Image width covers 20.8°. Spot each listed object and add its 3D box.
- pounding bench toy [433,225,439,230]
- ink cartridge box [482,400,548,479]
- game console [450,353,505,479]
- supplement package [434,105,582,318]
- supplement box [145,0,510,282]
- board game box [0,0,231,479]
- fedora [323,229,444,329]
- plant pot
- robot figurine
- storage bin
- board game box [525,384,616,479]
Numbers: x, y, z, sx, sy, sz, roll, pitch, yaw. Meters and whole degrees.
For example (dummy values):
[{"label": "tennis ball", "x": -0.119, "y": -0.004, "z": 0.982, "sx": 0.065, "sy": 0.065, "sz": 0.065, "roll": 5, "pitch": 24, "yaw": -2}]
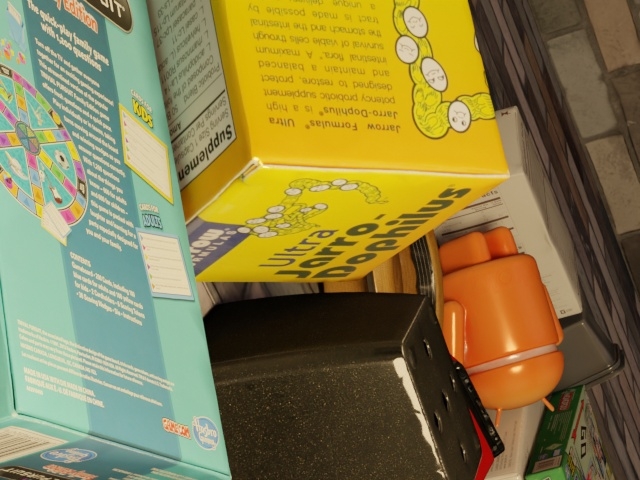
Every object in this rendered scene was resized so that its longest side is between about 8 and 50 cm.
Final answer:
[{"label": "pounding bench toy", "x": 0.102, "y": -0.042, "z": 1.933, "sx": 0.065, "sy": 0.083, "sz": 0.052, "roll": 45, "pitch": 0, "yaw": 27}, {"label": "ink cartridge box", "x": 0.252, "y": 0.321, "z": 2.034, "sx": 0.296, "sy": 0.066, "sz": 0.261, "roll": -64, "pitch": 136, "yaw": -67}, {"label": "game console", "x": 0.131, "y": 0.190, "z": 1.850, "sx": 0.124, "sy": 0.085, "sz": 0.144, "roll": 42, "pitch": -16, "yaw": 51}, {"label": "supplement package", "x": 0.222, "y": -0.021, "z": 2.157, "sx": 0.139, "sy": 0.133, "sz": 0.244, "roll": -88, "pitch": 156, "yaw": -49}, {"label": "supplement box", "x": -0.037, "y": -0.169, "z": 1.176, "sx": 0.195, "sy": 0.194, "sz": 0.357, "roll": 1, "pitch": 68, "yaw": -32}, {"label": "board game box", "x": -0.159, "y": -0.035, "z": 0.957, "sx": 0.254, "sy": 0.079, "sz": 0.336, "roll": 36, "pitch": 40, "yaw": -65}, {"label": "fedora", "x": 0.053, "y": 0.038, "z": 1.585, "sx": 0.194, "sy": 0.079, "sz": 0.194, "roll": -5, "pitch": 90, "yaw": -68}, {"label": "plant pot", "x": 0.010, "y": 0.132, "z": 1.209, "sx": 0.188, "sy": 0.167, "sz": 0.187, "roll": -49, "pitch": 120, "yaw": -71}, {"label": "robot figurine", "x": 0.201, "y": 0.098, "z": 1.984, "sx": 0.158, "sy": 0.128, "sz": 0.219, "roll": 9, "pitch": 64, "yaw": -76}, {"label": "storage bin", "x": 0.341, "y": 0.154, "z": 2.415, "sx": 0.091, "sy": 0.135, "sz": 0.098, "roll": 59, "pitch": 19, "yaw": -15}, {"label": "board game box", "x": 0.306, "y": 0.313, "z": 2.021, "sx": 0.317, "sy": 0.046, "sz": 0.214, "roll": -44, "pitch": 115, "yaw": -72}]
